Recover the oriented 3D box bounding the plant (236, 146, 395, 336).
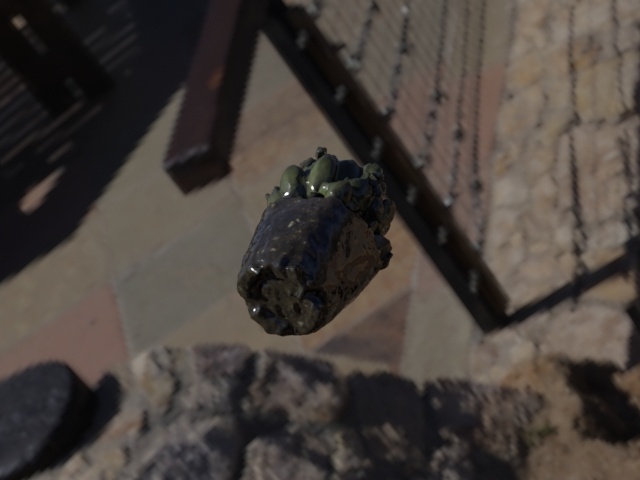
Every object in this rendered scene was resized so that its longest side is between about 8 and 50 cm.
[{"bbox_3d":[0.000,0.000,1.088,0.094,0.092,0.143,-14,30,32],"label":"plant"}]
